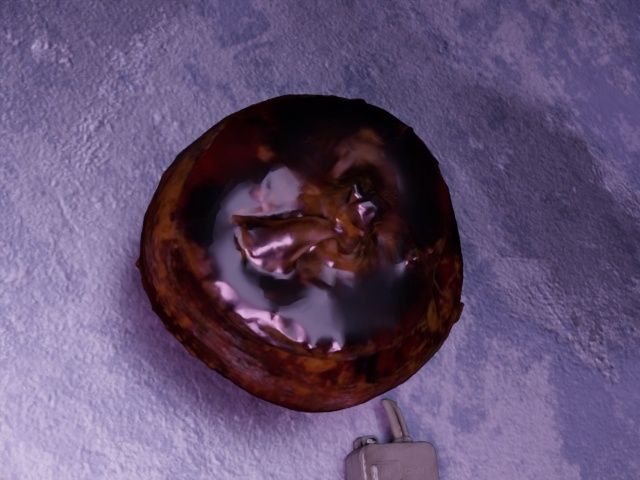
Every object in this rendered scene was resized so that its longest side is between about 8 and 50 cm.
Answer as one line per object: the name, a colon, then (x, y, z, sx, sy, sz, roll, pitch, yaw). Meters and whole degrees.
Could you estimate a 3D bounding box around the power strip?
power strip: (0.083, 0.306, 1.275, 0.093, 0.053, 0.288, 0, 70, -21)

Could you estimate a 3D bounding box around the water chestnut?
water chestnut: (0.000, 0.000, 1.223, 0.351, 0.302, 0.350, 6, 67, -14)
